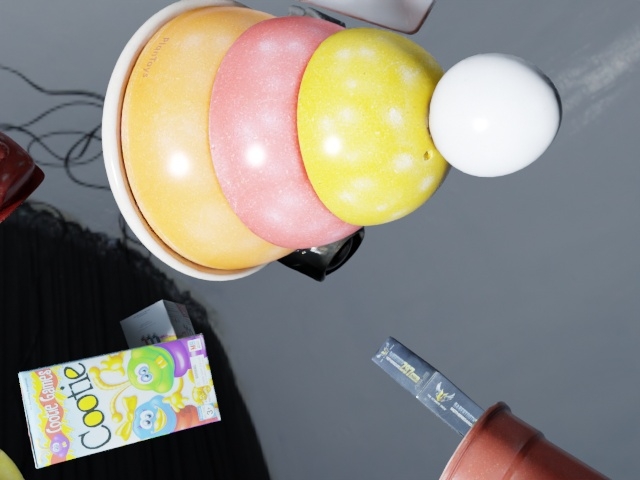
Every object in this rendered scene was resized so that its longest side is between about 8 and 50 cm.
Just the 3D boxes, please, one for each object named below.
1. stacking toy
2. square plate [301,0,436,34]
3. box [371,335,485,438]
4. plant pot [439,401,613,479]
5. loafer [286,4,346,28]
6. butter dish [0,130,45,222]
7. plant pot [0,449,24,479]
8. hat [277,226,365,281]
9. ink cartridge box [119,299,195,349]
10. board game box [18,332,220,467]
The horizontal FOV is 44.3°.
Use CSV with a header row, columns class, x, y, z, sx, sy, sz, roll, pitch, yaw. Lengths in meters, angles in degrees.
class,x,y,z,sx,sy,sz,roll,pitch,yaw
stacking toy,0.027,-0.114,0.858,0.480,0.351,0.350,4,163,41
square plate,0.032,-0.424,0.886,0.347,0.049,0.344,11,136,-20
box,0.212,0.271,1.321,0.232,0.183,0.059,42,85,-21
plant pot,0.301,0.393,1.029,0.272,0.265,0.272,-37,139,-41
loafer,-0.016,-0.409,1.546,0.080,0.220,0.078,18,101,-23
butter dish,-0.586,-0.137,1.407,0.160,0.160,0.118,41,141,-12
plant pot,-0.500,0.381,1.182,0.095,0.134,0.134,18,151,19
hat,0.000,0.000,1.564,0.331,0.134,0.331,-43,178,-2
ink cartridge box,-0.377,0.254,1.905,0.127,0.176,0.128,-26,163,9
board game box,-0.317,0.248,1.238,0.275,0.142,0.144,-10,173,-22
